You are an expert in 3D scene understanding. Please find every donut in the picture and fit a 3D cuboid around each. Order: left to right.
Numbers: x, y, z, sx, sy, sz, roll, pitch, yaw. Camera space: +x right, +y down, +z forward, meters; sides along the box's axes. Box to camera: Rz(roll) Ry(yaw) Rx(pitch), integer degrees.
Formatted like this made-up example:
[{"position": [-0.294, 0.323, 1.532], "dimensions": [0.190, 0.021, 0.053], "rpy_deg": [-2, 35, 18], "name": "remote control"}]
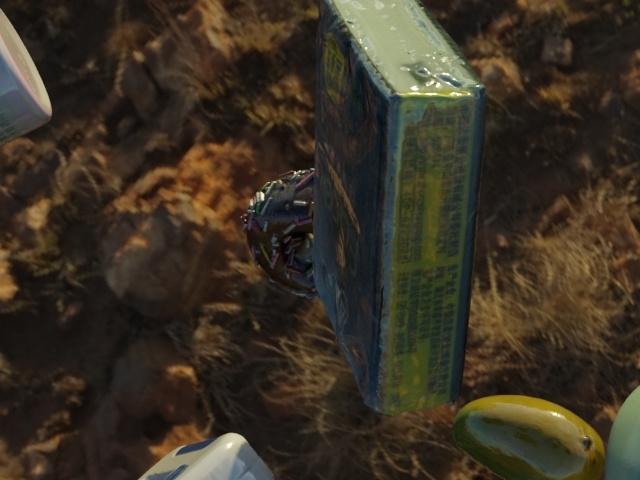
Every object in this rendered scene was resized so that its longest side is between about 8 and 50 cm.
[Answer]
[{"position": [0.000, 0.000, 1.948], "dimensions": [0.270, 0.269, 0.103], "rpy_deg": [-1, 49, 25], "name": "donut"}]

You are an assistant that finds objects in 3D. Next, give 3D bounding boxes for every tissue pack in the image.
[{"position": [0.051, -0.032, 0.853], "dimensions": [0.081, 0.257, 0.185], "rpy_deg": [-7, 35, -11], "name": "tissue pack"}]

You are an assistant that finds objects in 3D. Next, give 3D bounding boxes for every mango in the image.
[{"position": [0.310, 0.303, 1.812], "dimensions": [0.251, 0.156, 0.114], "rpy_deg": [20, 51, 39], "name": "mango"}]

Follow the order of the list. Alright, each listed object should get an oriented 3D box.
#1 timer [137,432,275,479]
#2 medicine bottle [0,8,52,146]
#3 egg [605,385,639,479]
[{"position": [-0.152, 0.250, 0.885], "dimensions": [0.253, 0.178, 0.078], "rpy_deg": [-40, 93, -25], "name": "timer"}, {"position": [-0.395, -0.108, 1.090], "dimensions": [0.274, 0.133, 0.133], "rpy_deg": [-26, 61, 0], "name": "medicine bottle"}, {"position": [0.383, 0.247, 1.251], "dimensions": [0.168, 0.168, 0.230], "rpy_deg": [-10, 58, 21], "name": "egg"}]
